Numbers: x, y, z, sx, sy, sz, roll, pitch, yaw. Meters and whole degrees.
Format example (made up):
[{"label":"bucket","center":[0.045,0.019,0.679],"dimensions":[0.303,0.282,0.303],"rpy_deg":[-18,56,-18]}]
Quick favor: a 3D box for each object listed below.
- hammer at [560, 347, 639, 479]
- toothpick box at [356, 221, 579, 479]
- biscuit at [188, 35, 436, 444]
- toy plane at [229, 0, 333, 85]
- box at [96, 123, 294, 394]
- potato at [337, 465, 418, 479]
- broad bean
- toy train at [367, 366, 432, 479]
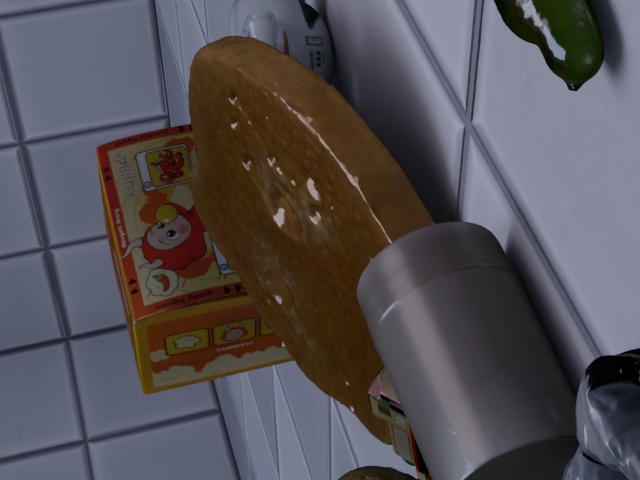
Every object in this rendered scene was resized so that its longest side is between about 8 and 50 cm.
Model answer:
[{"label":"hammer","center":[0.218,0.224,0.585],"dimensions":[0.152,0.044,0.427],"rpy_deg":[90,164,-44]},{"label":"toothpick box","center":[0.102,0.086,0.849],"dimensions":[0.111,0.111,0.181],"rpy_deg":[91,162,-51]},{"label":"biscuit","center":[0.002,-0.001,1.162],"dimensions":[0.385,0.062,0.365],"rpy_deg":[51,154,24]},{"label":"toy plane","center":[-0.031,-0.152,1.310],"dimensions":[0.244,0.117,0.245],"rpy_deg":[-10,-90,-84]},{"label":"box","center":[-0.146,0.013,1.692],"dimensions":[0.214,0.259,0.283],"rpy_deg":[93,162,-57]},{"label":"potato","center":[0.094,0.284,1.264],"dimensions":[0.172,0.089,0.100],"rpy_deg":[43,-179,15]},{"label":"broad bean","center":[0.100,-0.230,0.675],"dimensions":[0.144,0.049,0.292],"rpy_deg":[-132,33,-68]},{"label":"toy train","center":[0.088,0.156,1.041],"dimensions":[0.087,0.050,0.138],"rpy_deg":[25,149,28]}]
